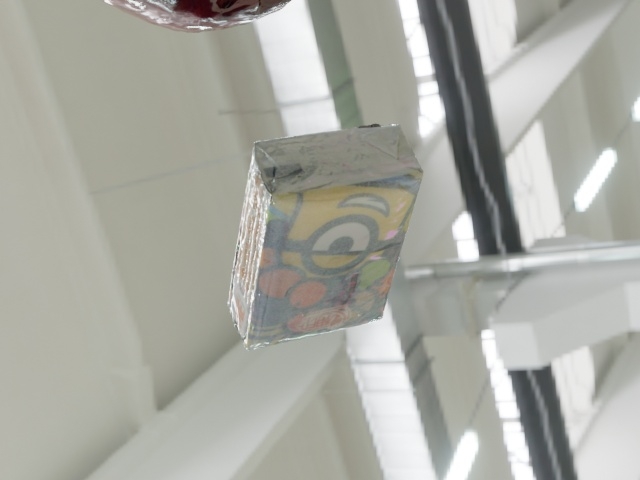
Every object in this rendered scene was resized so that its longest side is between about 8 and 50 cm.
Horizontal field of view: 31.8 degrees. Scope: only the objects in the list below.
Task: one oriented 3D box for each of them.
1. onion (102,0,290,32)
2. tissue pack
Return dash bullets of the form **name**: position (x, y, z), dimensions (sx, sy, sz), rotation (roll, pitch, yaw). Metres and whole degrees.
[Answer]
- **onion**: position (-0.089, -0.248, 0.701), dimensions (0.248, 0.161, 0.248), rotation (9, -101, -51)
- **tissue pack**: position (0.000, 0.000, 0.747), dimensions (0.148, 0.108, 0.060), rotation (103, 150, -43)
